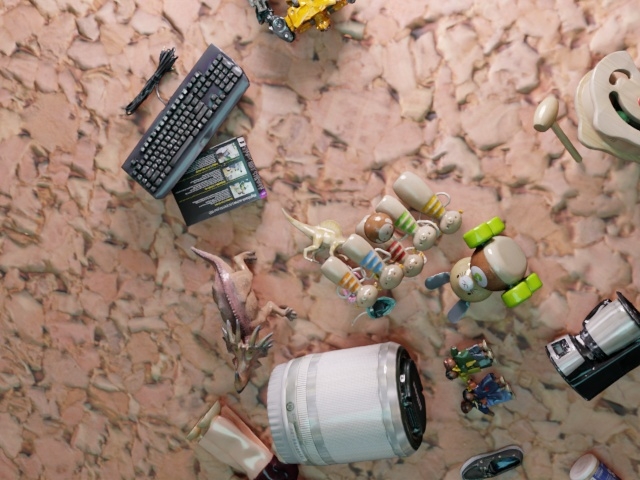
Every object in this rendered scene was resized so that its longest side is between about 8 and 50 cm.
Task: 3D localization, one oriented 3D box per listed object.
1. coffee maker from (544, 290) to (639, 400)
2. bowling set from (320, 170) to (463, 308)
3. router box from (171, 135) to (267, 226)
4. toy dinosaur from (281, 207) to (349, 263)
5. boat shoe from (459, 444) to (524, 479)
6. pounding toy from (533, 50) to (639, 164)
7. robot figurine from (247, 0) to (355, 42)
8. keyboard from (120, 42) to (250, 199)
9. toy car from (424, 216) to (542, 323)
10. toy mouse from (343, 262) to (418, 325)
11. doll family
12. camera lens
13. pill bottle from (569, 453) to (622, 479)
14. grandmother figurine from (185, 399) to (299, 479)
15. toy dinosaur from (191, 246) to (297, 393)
[{"bbox_3d":[0.534,0.212,1.357,0.178,0.120,0.171,-42,92,20],"label":"coffee maker"},{"bbox_3d":[0.131,0.019,1.349,0.154,0.200,0.287,40,99,-1],"label":"bowling set"},{"bbox_3d":[-0.217,-0.120,1.498,0.179,0.046,0.133,-19,99,18],"label":"router box"},{"bbox_3d":[0.000,0.000,1.481,0.183,0.053,0.092,18,89,8],"label":"toy dinosaur"},{"bbox_3d":[0.348,0.461,1.504,0.142,0.040,0.049,-31,95,18],"label":"boat shoe"},{"bbox_3d":[0.512,-0.221,1.285,0.270,0.155,0.154,19,79,-1],"label":"pounding toy"},{"bbox_3d":[-0.054,-0.513,1.343,0.211,0.085,0.291,-27,95,18],"label":"robot figurine"},{"bbox_3d":[-0.297,-0.258,1.467,0.201,0.033,0.317,42,102,13],"label":"keyboard"},{"bbox_3d":[0.288,0.073,1.382,0.188,0.149,0.155,-36,81,31],"label":"toy car"},{"bbox_3d":[0.097,0.107,1.476,0.161,0.031,0.143,25,97,16],"label":"toy mouse"},{"bbox_3d":[0.306,0.278,1.454,0.111,0.076,0.193,-26,99,13],"label":"doll family"},{"bbox_3d":[0.058,0.323,1.447,0.274,0.219,0.219,-11,100,16],"label":"camera lens"},{"bbox_3d":[0.557,0.482,1.445,0.120,0.067,0.067,42,109,1],"label":"pill bottle"},{"bbox_3d":[-0.124,0.492,1.603,0.342,0.104,0.208,40,136,-1],"label":"grandmother figurine"},{"bbox_3d":[-0.166,0.131,1.465,0.127,0.200,0.295,-28,95,18],"label":"toy dinosaur"}]
